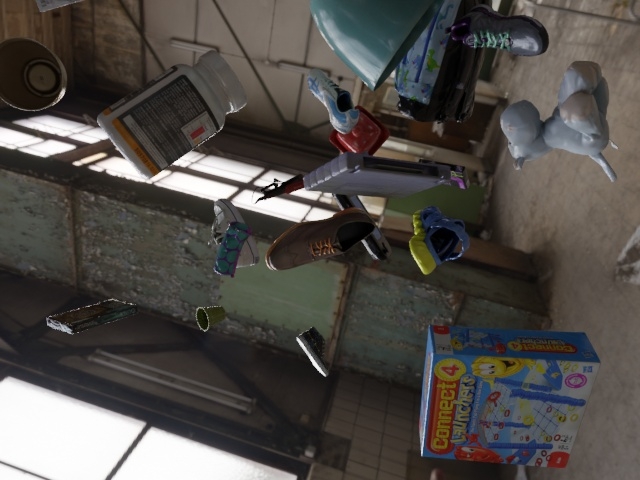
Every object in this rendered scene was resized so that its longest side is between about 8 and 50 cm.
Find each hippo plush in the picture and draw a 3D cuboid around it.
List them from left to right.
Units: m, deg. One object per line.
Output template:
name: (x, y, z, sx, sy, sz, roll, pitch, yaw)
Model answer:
hippo plush: (0.611, -0.313, 1.224, 0.294, 0.236, 0.234, 41, -123, -36)

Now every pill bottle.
pill bottle: (-0.303, -0.267, 0.982, 0.278, 0.162, 0.162, -38, -17, -11)

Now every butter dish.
butter dish: (0.126, -0.355, 1.547, 0.160, 0.160, 0.118, -48, -4, 7)

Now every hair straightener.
hair straightener: (-0.161, -0.194, 1.754, 0.230, 0.089, 0.047, -28, -43, -18)

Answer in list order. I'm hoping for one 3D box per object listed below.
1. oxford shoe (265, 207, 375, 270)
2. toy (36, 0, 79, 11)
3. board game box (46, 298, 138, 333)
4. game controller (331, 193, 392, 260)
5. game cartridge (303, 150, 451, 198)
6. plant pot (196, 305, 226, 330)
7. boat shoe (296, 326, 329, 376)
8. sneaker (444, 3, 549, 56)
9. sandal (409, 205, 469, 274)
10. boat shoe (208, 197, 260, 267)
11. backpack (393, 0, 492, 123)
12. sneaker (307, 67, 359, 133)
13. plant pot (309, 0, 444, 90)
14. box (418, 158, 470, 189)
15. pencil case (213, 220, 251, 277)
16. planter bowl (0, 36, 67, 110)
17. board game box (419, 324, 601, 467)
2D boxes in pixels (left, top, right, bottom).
oxford shoe: (0.000, 0.000, 1.458, 0.130, 0.364, 0.133, 65, 174, -19)
toy: (-0.669, -0.717, 1.263, 0.056, 0.237, 0.137, -85, -17, -70)
board game box: (-0.611, 0.202, 1.261, 0.186, 0.126, 0.026, -15, -73, -54)
game controller: (0.149, -0.074, 1.631, 0.067, 0.319, 0.166, -33, -1, 28)
game cartridge: (0.156, -0.177, 1.310, 0.230, 0.355, 0.068, -9, 81, 58)
plant pot: (-0.371, 0.259, 1.605, 0.079, 0.083, 0.083, -13, -57, -44)
boat shoe: (-0.005, 0.417, 1.764, 0.083, 0.183, 0.065, -33, -5, -19)
sneaker: (0.358, -0.415, 0.966, 0.223, 0.098, 0.083, 52, 171, 47)
sandal: (0.325, -0.016, 1.255, 0.126, 0.138, 0.317, 59, -159, -16)
boat shoe: (-0.405, -0.028, 1.983, 0.156, 0.367, 0.136, -16, -29, -31)
backpack: (0.353, -0.547, 1.336, 0.290, 0.273, 0.355, -17, -41, -38)
sneaker: (0.039, -0.393, 1.267, 0.085, 0.237, 0.086, -4, -36, -39)
plant pot: (0.121, -0.533, 1.056, 0.293, 0.235, 0.293, -51, 1, 2)
box: (0.421, -0.226, 1.596, 0.029, 0.162, 0.116, -64, -33, -11)
pencil case: (-0.250, 0.025, 1.326, 0.151, 0.070, 0.064, -66, -12, 17)
planter bowl: (-0.689, -0.396, 1.128, 0.109, 0.162, 0.162, -124, 46, -73)
board game box: (0.369, 0.327, 0.968, 0.086, 0.302, 0.308, -76, -15, -60)
